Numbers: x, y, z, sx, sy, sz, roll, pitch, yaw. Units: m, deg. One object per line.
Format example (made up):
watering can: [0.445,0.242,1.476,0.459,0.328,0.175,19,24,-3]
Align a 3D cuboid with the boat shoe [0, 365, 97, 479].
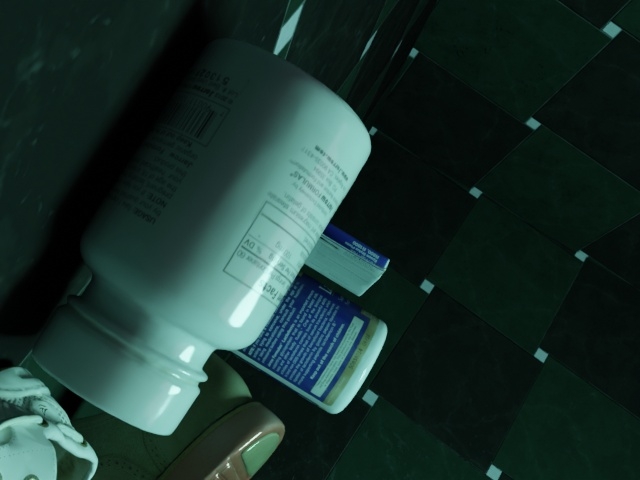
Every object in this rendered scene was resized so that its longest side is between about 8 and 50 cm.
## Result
boat shoe: [-0.175,0.124,0.388,0.098,0.096,0.277,-56,177,0]

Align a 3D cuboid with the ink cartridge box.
ink cartridge box: [0.000,0.000,1.258,0.045,0.223,0.224,-59,180,-15]

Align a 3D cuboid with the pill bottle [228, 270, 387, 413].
pill bottle: [-0.051,0.118,1.107,0.153,0.264,0.153,-59,180,0]

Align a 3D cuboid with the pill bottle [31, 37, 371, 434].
pill bottle: [-0.077,-0.001,0.502,0.229,0.131,0.131,-59,178,-8]

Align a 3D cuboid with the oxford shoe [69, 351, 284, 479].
oxford shoe: [-0.225,0.258,0.736,0.397,0.146,0.140,-38,157,-10]
